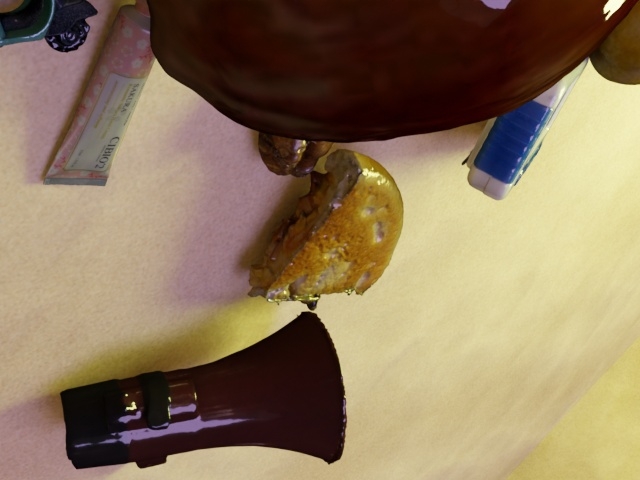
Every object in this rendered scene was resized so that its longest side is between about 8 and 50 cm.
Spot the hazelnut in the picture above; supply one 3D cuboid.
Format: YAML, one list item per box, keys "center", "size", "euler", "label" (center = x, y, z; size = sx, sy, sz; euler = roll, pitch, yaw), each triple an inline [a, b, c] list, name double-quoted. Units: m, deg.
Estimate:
- center: [0.056, -0.241, 0.639]
  size: [0.421, 0.353, 0.421]
  euler: [-46, 175, -6]
  label: "hazelnut"

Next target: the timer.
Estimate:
- center: [0.272, -0.169, 1.138]
  size: [0.253, 0.078, 0.178]
  euler: [-39, 156, -59]
  label: "timer"

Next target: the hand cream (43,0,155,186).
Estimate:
- center: [-0.191, -0.130, 0.780]
  size: [0.067, 0.043, 0.210]
  euler: [-4, 135, -45]
  label: "hand cream"

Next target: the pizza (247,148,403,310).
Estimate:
- center: [0.000, 0.000, 1.085]
  size: [0.229, 0.081, 0.289]
  euler: [-34, 152, -8]
  label: "pizza"

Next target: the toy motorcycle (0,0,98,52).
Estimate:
- center: [-0.250, -0.181, 0.644]
  size: [0.173, 0.058, 0.100]
  euler: [-16, 132, -33]
  label: "toy motorcycle"

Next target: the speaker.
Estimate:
- center: [-0.156, 0.208, 1.107]
  size: [0.329, 0.198, 0.259]
  euler: [-7, 179, -12]
  label: "speaker"

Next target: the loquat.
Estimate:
- center: [0.452, -0.309, 1.152]
  size: [0.179, 0.179, 0.227]
  euler: [-16, 146, -36]
  label: "loquat"

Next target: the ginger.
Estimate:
- center: [-0.020, -0.128, 0.932]
  size: [0.103, 0.073, 0.162]
  euler: [-11, 136, -39]
  label: "ginger"
